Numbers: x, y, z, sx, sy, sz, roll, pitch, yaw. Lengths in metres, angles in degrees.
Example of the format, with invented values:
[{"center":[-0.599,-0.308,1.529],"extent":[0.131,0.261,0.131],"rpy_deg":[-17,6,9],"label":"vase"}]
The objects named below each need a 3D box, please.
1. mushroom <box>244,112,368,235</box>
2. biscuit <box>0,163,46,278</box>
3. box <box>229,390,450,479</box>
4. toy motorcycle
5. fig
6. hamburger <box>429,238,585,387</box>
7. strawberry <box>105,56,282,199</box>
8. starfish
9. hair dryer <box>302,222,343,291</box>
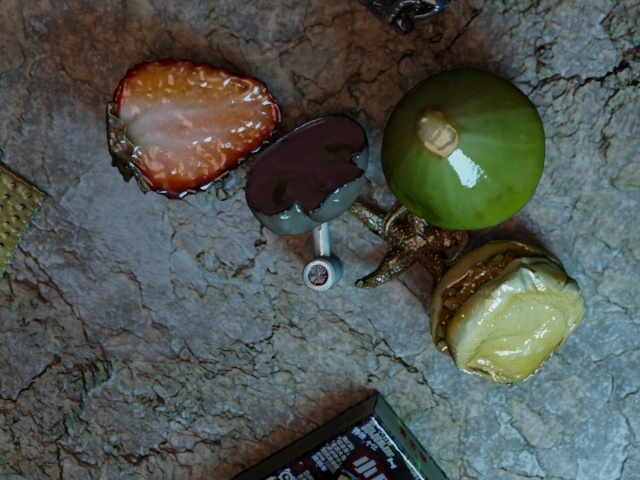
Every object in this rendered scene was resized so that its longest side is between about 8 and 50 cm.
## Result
[{"center":[-0.009,-0.079,1.295],"extent":[0.188,0.117,0.141],"rpy_deg":[-41,63,-8],"label":"mushroom"},{"center":[-0.520,-0.016,1.467],"extent":[0.139,0.016,0.231],"rpy_deg":[33,111,-2],"label":"biscuit"},{"center":[0.021,0.394,1.480],"extent":[0.310,0.084,0.198],"rpy_deg":[-34,100,19],"label":"box"},{"center":[0.095,-0.327,1.234],"extent":[0.193,0.061,0.124],"rpy_deg":[9,112,5],"label":"toy motorcycle"},{"center":[0.166,-0.115,1.210],"extent":[0.207,0.230,0.207],"rpy_deg":[4,95,49],"label":"fig"},{"center":[0.249,0.096,1.292],"extent":[0.213,0.108,0.214],"rpy_deg":[-11,126,-16],"label":"hamburger"},{"center":[-0.176,-0.158,1.324],"extent":[0.236,0.111,0.190],"rpy_deg":[-12,97,-11],"label":"strawberry"},{"center":[0.112,0.012,1.339],"extent":[0.189,0.074,0.146],"rpy_deg":[30,112,0],"label":"starfish"},{"center":[0.000,0.000,1.358],"extent":[0.047,0.082,0.137],"rpy_deg":[-4,92,12],"label":"hair dryer"}]
